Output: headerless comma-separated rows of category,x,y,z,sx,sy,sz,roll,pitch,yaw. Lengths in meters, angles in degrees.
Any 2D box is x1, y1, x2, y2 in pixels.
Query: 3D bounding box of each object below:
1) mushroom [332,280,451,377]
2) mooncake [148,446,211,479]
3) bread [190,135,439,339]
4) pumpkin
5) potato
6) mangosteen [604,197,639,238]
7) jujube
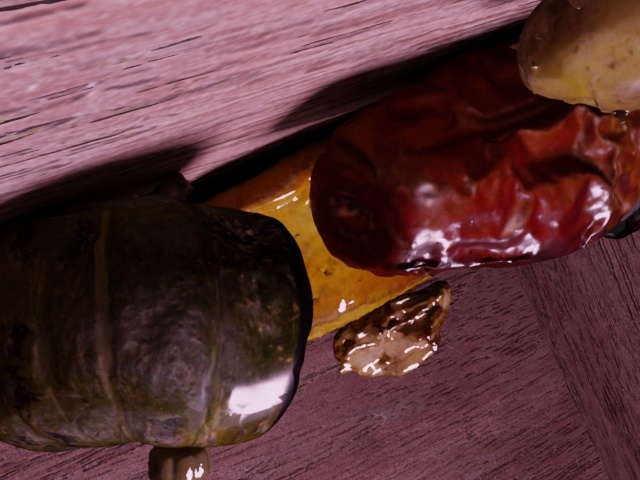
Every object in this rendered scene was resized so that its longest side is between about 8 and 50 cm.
mushroom,0.112,0.033,1.206,0.331,0.356,0.334,-35,158,-4
mooncake,-0.209,0.188,0.571,0.150,0.057,0.347,-3,172,14
bread,-0.003,0.001,0.887,0.358,0.204,0.337,-21,172,-30
pumpkin,-0.177,0.049,0.627,0.232,0.242,0.325,15,158,-36
potato,0.278,-0.171,0.520,0.296,0.141,0.191,-22,176,14
mangosteen,0.401,-0.153,1.075,0.287,0.288,0.233,-24,-173,3
jujube,0.149,-0.074,0.702,0.342,0.216,0.216,-23,177,-28
